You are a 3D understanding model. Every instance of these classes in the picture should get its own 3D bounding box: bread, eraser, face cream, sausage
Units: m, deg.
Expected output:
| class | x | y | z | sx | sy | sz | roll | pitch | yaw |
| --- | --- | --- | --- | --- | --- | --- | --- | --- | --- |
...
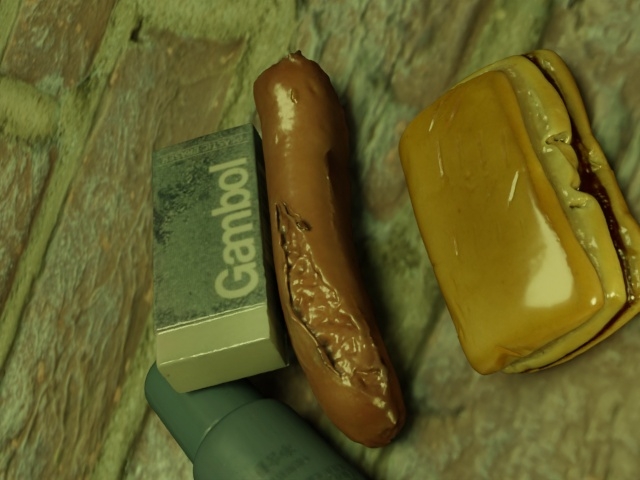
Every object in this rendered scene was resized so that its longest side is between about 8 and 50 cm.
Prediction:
| class | x | y | z | sx | sy | sz | roll | pitch | yaw |
| --- | --- | --- | --- | --- | --- | --- | --- | --- | --- |
| bread | 0.118 | -0.023 | 0.582 | 0.116 | 0.077 | 0.200 | -39 | 54 | 39 |
| eraser | -0.079 | 0.006 | 0.719 | 0.092 | 0.046 | 0.212 | -16 | 50 | 8 |
| face cream | 0.002 | 0.198 | 0.617 | 0.135 | 0.086 | 0.385 | -43 | 50 | -8 |
| sausage | 0.000 | 0.000 | 0.680 | 0.078 | 0.078 | 0.304 | -27 | 62 | 35 |
